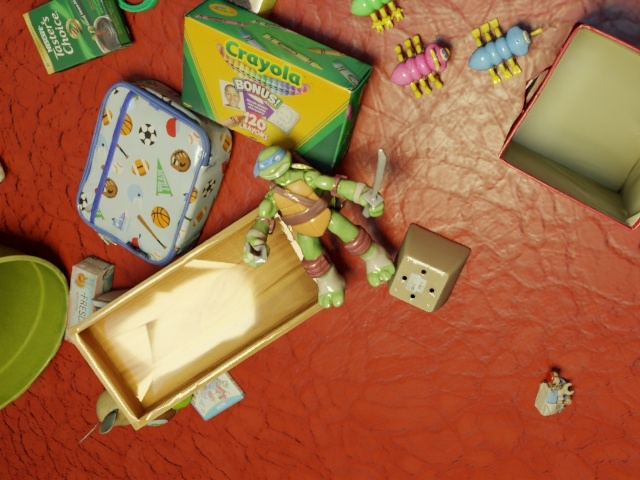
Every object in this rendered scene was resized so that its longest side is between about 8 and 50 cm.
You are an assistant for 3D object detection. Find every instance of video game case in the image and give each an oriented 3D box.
[{"bbox_3d":[-0.244,0.276,1.303,0.119,0.015,0.166,-36,94,27],"label":"video game case"}]

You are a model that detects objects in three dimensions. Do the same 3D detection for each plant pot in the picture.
[{"bbox_3d":[0.166,0.053,1.030,0.109,0.096,0.109,24,115,9],"label":"plant pot"},{"bbox_3d":[-0.766,0.122,1.275,0.353,0.366,0.366,26,116,22],"label":"plant pot"}]

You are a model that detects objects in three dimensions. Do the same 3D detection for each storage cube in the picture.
[{"bbox_3d":[0.363,-0.158,0.829,0.215,0.193,0.183,31,116,8],"label":"storage cube"}]

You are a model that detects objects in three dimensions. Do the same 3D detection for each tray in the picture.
[{"bbox_3d":[-0.192,0.119,1.099,0.411,0.076,0.203,-33,96,-2],"label":"tray"}]

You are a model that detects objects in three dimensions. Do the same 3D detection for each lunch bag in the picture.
[{"bbox_3d":[-0.304,-0.115,1.132,0.243,0.115,0.303,32,115,9],"label":"lunch bag"}]

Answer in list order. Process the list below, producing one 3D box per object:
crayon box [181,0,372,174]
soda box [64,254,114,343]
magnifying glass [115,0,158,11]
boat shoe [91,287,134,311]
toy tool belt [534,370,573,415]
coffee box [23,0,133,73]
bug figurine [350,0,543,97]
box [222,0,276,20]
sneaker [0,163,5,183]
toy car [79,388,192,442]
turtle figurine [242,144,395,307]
[{"bbox_3d":[-0.075,-0.237,0.990,0.278,0.081,0.165,26,139,9],"label":"crayon box"},{"bbox_3d":[-0.468,0.127,1.303,0.058,0.063,0.183,22,116,11],"label":"soda box"},{"bbox_3d":[-0.370,-0.456,1.082,0.231,0.026,0.092,24,116,8],"label":"magnifying glass"},{"bbox_3d":[-0.283,0.151,1.220,0.324,0.116,0.096,3,107,13],"label":"boat shoe"},{"bbox_3d":[0.387,0.248,1.053,0.051,0.052,0.083,1,116,-14],"label":"toy tool belt"},{"bbox_3d":[-0.419,-0.364,1.109,0.184,0.040,0.113,-7,111,28],"label":"coffee box"},{"bbox_3d":[0.165,-0.328,0.907,0.216,0.072,0.279,-27,98,26],"label":"bug figurine"},{"bbox_3d":[-0.168,-0.438,0.994,0.232,0.058,0.087,35,117,5],"label":"box"},{"bbox_3d":[-0.710,-0.234,1.240,0.129,0.111,0.297,-33,96,21],"label":"sneaker"},{"bbox_3d":[-0.380,0.333,1.266,0.155,0.188,0.149,-32,96,34],"label":"toy car"},{"bbox_3d":[0.000,0.000,0.931,0.275,0.198,0.266,25,158,52],"label":"turtle figurine"}]
